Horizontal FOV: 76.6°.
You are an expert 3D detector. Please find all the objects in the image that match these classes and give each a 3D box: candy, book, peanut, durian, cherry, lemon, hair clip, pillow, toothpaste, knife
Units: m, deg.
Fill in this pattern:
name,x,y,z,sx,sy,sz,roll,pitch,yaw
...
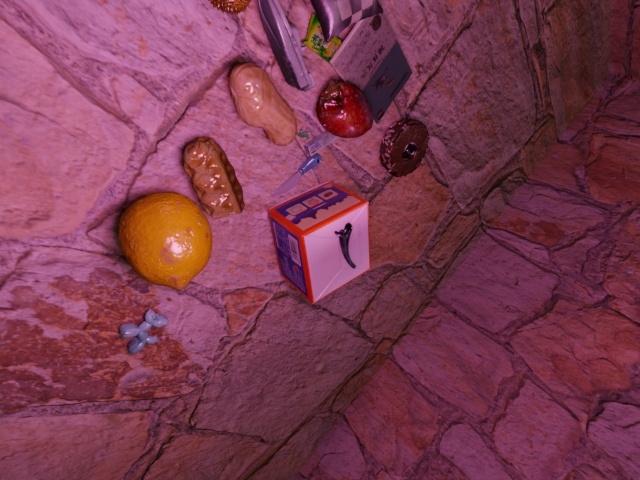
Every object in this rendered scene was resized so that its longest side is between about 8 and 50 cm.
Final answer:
name,x,y,z,sx,sy,sz,roll,pitch,yaw
candy,0.017,-0.663,1.359,0.178,0.032,0.102,16,106,-46
book,0.202,-0.646,1.516,0.264,0.031,0.379,-55,143,2
peanut,-0.181,-0.415,1.284,0.147,0.148,0.319,-49,143,-4
durian,-0.237,-0.679,1.058,0.168,0.137,0.158,-34,156,-38
cherry,0.099,-0.455,1.455,0.250,0.192,0.175,16,135,-40
lemon,-0.452,-0.001,1.205,0.258,0.309,0.258,-19,164,-5
hair clip,0.100,0.035,1.532,0.070,0.039,0.229,-34,139,-19
pillow,0.077,-0.766,1.283,0.250,0.106,0.185,-35,118,-18
toothpaste,0.012,-0.384,1.542,0.164,0.034,0.046,-37,136,-16
knife,-0.089,-0.242,1.558,0.244,0.032,0.058,-44,146,-3

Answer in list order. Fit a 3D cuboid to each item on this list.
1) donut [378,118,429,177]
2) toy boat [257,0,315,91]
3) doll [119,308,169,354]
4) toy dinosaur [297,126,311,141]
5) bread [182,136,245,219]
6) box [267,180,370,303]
name,x,y,z,sx,sy,sz,roll,pitch,yaw
donut,0.367,-0.409,1.791,0.270,0.103,0.269,-21,130,-27
toy boat,-0.107,-0.604,1.208,0.092,0.141,0.319,-32,135,-5
doll,-0.620,0.314,1.438,0.159,0.059,0.159,-18,127,-30
toy dinosaur,-0.067,-0.383,1.485,0.083,0.021,0.062,-35,148,-20
bread,-0.340,-0.200,1.290,0.152,0.130,0.267,-68,153,-42
box,0.000,0.000,1.628,0.319,0.257,0.348,-30,132,-26
